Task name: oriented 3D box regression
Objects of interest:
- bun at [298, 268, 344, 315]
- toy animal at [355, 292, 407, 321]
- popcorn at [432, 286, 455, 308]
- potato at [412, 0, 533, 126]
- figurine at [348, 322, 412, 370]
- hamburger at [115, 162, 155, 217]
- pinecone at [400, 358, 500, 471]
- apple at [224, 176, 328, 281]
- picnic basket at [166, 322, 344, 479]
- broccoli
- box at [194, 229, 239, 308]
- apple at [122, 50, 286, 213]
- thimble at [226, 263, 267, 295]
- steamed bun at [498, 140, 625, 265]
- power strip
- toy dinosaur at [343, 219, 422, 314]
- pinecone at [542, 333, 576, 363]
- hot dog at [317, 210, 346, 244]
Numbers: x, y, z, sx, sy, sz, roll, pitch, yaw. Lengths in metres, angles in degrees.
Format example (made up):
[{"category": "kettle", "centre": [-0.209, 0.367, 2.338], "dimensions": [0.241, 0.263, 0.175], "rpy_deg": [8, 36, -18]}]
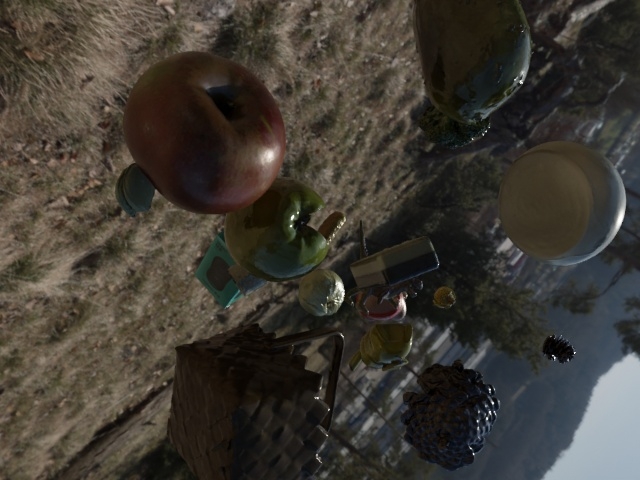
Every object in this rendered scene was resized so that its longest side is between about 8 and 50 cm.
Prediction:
[{"category": "bun", "centre": [0.010, 0.188, 1.623], "dimensions": [0.164, 0.111, 0.188], "rpy_deg": [-27, 127, -21]}, {"category": "toy animal", "centre": [0.200, 0.181, 1.523], "dimensions": [0.198, 0.171, 0.171], "rpy_deg": [-62, 173, -57]}, {"category": "popcorn", "centre": [0.464, 0.217, 1.729], "dimensions": [0.084, 0.084, 0.084], "rpy_deg": [-34, 148, -26]}, {"category": "potato", "centre": [0.273, -0.377, 0.878], "dimensions": [0.173, 0.308, 0.210], "rpy_deg": [-13, 170, -19]}, {"category": "figurine", "centre": [0.249, 0.417, 1.804], "dimensions": [0.218, 0.169, 0.327], "rpy_deg": [5, 157, -10]}, {"category": "hamburger", "centre": [-0.414, -0.122, 1.047], "dimensions": [0.084, 0.054, 0.121], "rpy_deg": [54, 38, -46]}, {"category": "pinecone", "centre": [0.388, 0.510, 1.425], "dimensions": [0.295, 0.242, 0.298], "rpy_deg": [-32, 108, -36]}, {"category": "apple", "centre": [-0.110, -0.031, 1.265], "dimensions": [0.292, 0.292, 0.254], "rpy_deg": [-28, -173, -34]}, {"category": "picnic basket", "centre": [-0.097, 0.301, 0.879], "dimensions": [0.320, 0.291, 0.254], "rpy_deg": [-4, 106, -39]}, {"category": "broccoli", "centre": [0.299, -0.266, 1.035], "dimensions": [0.145, 0.162, 0.138], "rpy_deg": [-26, 135, -2]}, {"category": "box", "centre": [-0.359, 0.106, 1.872], "dimensions": [0.118, 0.205, 0.311], "rpy_deg": [-39, 172, -47]}, {"category": "apple", "centre": [-0.241, -0.222, 1.001], "dimensions": [0.348, 0.349, 0.277], "rpy_deg": [-18, 165, -44]}, {"category": "thimble", "centre": [-0.232, 0.113, 1.475], "dimensions": [0.090, 0.115, 0.102], "rpy_deg": [-30, 109, -14]}, {"category": "steamed bun", "centre": [0.461, -0.072, 0.888], "dimensions": [0.145, 0.232, 0.232], "rpy_deg": [-11, 135, -26]}, {"category": "power strip", "centre": [0.135, 0.049, 0.933], "dimensions": [0.105, 0.070, 0.257], "rpy_deg": [-19, 174, -11]}, {"category": "toy dinosaur", "centre": [0.143, 0.099, 1.308], "dimensions": [0.200, 0.251, 0.072], "rpy_deg": [-47, 159, -8]}, {"category": "pinecone", "centre": [0.646, 0.294, 1.272], "dimensions": [0.077, 0.083, 0.077], "rpy_deg": [-11, 105, -45]}, {"category": "hot dog", "centre": [0.003, 0.002, 1.798], "dimensions": [0.061, 0.087, 0.286], "rpy_deg": [48, 64, -42]}]
